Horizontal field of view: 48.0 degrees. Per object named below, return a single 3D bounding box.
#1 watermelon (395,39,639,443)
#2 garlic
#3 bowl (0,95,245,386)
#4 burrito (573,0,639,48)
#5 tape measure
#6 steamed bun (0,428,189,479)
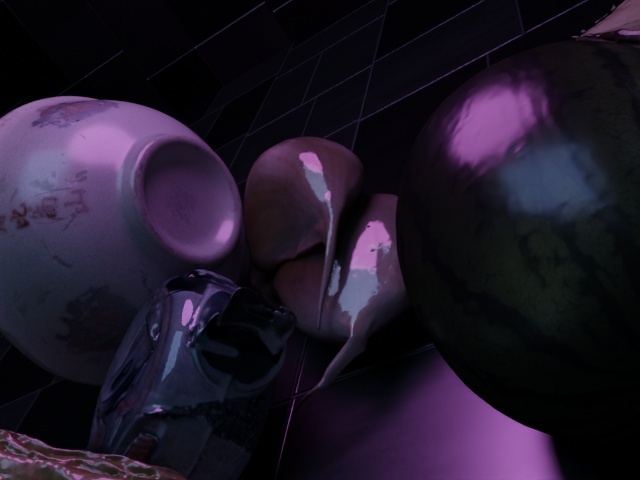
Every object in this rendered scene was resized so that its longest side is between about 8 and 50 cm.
[{"bbox_3d":[0.199,-0.013,0.569,0.278,0.279,0.359,-27,27,22],"label":"watermelon"},{"bbox_3d":[0.000,0.000,0.876,0.245,0.231,0.340,-33,19,3],"label":"garlic"},{"bbox_3d":[-0.234,-0.029,0.982,0.196,0.435,0.435,-18,30,37],"label":"bowl"},{"bbox_3d":[0.478,-0.271,0.826,0.331,0.135,0.190,-40,28,-10],"label":"burrito"},{"bbox_3d":[-0.156,0.159,0.806,0.275,0.147,0.256,-65,22,-1],"label":"tape measure"},{"bbox_3d":[-0.237,0.308,0.588,0.189,0.427,0.247,-69,-5,-55],"label":"steamed bun"}]
